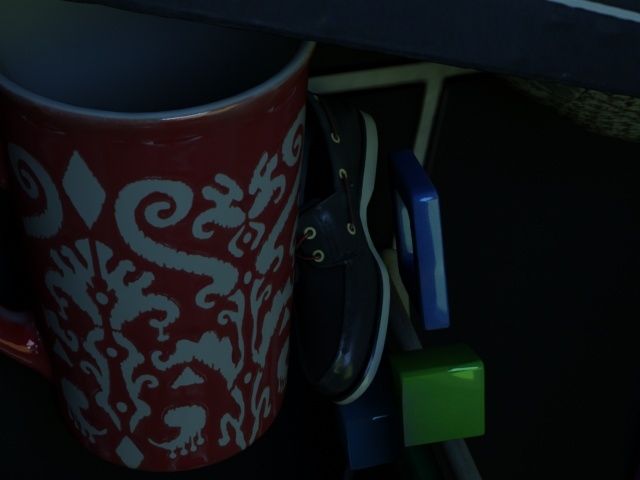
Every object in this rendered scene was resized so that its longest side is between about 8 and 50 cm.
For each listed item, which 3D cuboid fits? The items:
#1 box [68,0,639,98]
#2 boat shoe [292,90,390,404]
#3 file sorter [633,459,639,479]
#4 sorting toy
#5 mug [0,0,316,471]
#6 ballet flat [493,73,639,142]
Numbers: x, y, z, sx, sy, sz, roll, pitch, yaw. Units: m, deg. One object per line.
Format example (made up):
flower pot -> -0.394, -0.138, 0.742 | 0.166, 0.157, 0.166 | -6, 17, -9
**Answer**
box -> 0.027, -0.215, 0.406 | 0.296, 0.183, 0.294 | 2, 116, -47
boat shoe -> -0.001, 0.001, 0.590 | 0.042, 0.049, 0.133 | 20, 57, -38
file sorter -> 0.342, 0.122, 0.902 | 0.202, 0.182, 0.290 | -13, 132, -24
sorting toy -> 0.039, 0.130, 0.676 | 0.047, 0.196, 0.347 | -9, 126, -4
mug -> -0.075, -0.010, 0.532 | 0.113, 0.150, 0.169 | -68, 164, -48
ballet flat -> 0.280, -0.148, 0.536 | 0.182, 0.483, 0.164 | 29, 53, -42
